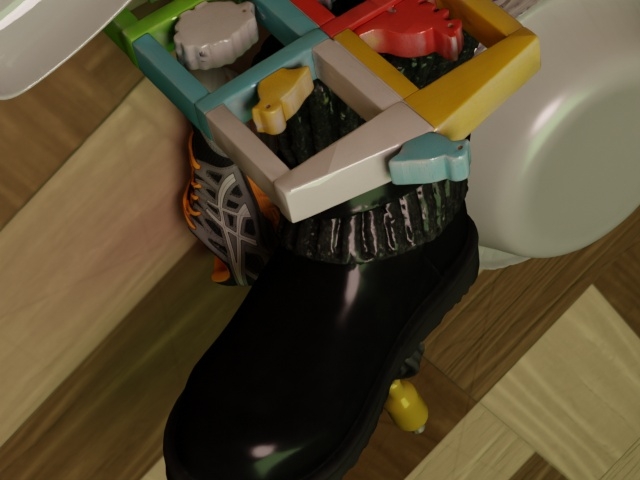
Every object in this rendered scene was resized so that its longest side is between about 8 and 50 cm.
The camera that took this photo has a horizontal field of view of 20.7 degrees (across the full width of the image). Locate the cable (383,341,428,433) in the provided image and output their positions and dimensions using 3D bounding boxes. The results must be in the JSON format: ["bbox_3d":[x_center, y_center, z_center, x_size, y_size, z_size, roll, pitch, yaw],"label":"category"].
[{"bbox_3d":[0.027,0.099,1.451,0.287,0.139,0.072,91,23,-66],"label":"cable"}]

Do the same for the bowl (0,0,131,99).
[{"bbox_3d":[-0.190,-0.171,1.079,0.142,0.053,0.142,-43,143,-5],"label":"bowl"}]

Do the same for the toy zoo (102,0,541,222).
[{"bbox_3d":[0.002,-0.123,1.106,0.192,0.293,0.030,-33,142,-17],"label":"toy zoo"}]

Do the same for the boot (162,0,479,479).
[{"bbox_3d":[-0.003,-0.002,1.195,0.348,0.131,0.260,-53,152,-36],"label":"boot"}]

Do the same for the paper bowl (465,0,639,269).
[{"bbox_3d":[0.181,-0.101,1.424,0.284,0.148,0.284,-25,139,-23],"label":"paper bowl"}]

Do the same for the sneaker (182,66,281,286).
[{"bbox_3d":[-0.067,-0.038,1.306,0.083,0.084,0.215,-11,130,11],"label":"sneaker"}]
